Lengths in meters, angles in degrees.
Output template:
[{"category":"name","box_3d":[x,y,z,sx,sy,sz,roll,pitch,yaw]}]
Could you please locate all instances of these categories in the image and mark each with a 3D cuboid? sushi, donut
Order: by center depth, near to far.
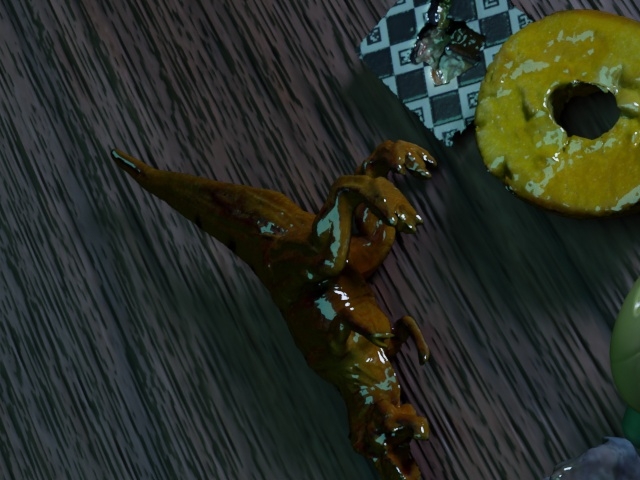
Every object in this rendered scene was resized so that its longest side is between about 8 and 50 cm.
[{"category":"donut","box_3d":[0.206,-0.091,1.271,0.178,0.065,0.162,34,93,34]},{"category":"sushi","box_3d":[0.108,-0.156,1.369,0.120,0.026,0.126,-48,63,11]}]

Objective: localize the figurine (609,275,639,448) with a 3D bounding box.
[{"category":"figurine","box_3d":[0.346,0.071,1.097,0.324,0.124,0.222,-2,92,28]}]

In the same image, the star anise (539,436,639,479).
[{"category":"star anise","box_3d":[0.224,0.200,1.120,0.198,0.257,0.110,21,61,11]}]

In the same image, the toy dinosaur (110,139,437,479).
[{"category":"toy dinosaur","box_3d":[0.000,0.000,1.363,0.208,0.097,0.432,-52,54,23]}]
